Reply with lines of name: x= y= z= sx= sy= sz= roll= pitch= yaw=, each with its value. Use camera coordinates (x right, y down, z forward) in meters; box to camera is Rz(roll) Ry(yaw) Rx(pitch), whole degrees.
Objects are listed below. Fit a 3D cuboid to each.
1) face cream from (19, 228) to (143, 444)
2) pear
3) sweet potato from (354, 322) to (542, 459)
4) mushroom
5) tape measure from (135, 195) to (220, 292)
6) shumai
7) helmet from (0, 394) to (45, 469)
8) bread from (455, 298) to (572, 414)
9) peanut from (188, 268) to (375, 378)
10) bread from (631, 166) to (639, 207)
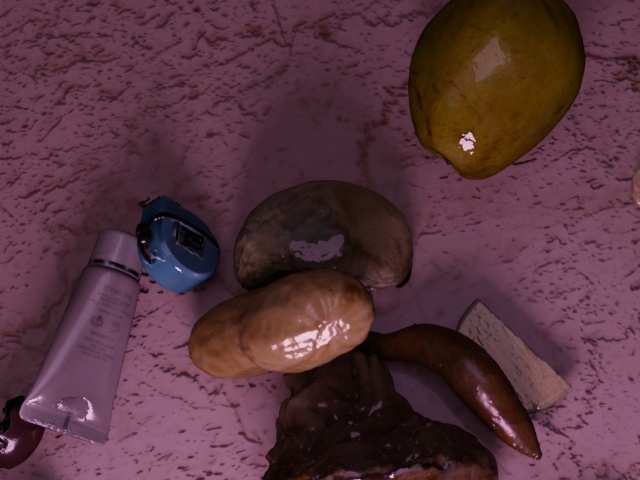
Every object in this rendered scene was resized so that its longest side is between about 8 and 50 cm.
face cream: x=-0.338 y=0.137 z=1.858 sx=0.143 sy=0.089 sz=0.315 roll=26 pitch=67 yaw=-29
pear: x=0.260 y=-0.245 z=1.865 sx=0.252 sy=0.253 sz=0.307 roll=28 pitch=87 yaw=14
sweet potato: x=0.183 y=0.185 z=1.778 sx=0.346 sy=0.079 sz=0.108 roll=30 pitch=102 yaw=23
mushroom: x=0.004 y=-0.007 z=1.842 sx=0.266 sy=0.164 sz=0.190 roll=9 pitch=73 yaw=9
tape measure: x=-0.219 y=0.013 z=1.872 sx=0.081 sy=0.146 sz=0.125 roll=-35 pitch=38 yaw=32
shumai: x=0.053 y=0.309 z=1.755 sx=0.346 sy=0.217 sz=0.283 roll=-15 pitch=37 yaw=-13
helmet: x=-0.451 y=0.292 z=1.822 sx=0.070 sy=0.098 sz=0.123 roll=33 pitch=80 yaw=-16
bread: x=0.262 y=0.190 z=1.817 sx=0.112 sy=0.036 sz=0.193 roll=-46 pitch=72 yaw=-2
peanut: x=-0.066 y=0.125 z=1.761 sx=0.318 sy=0.147 sz=0.148 roll=-17 pitch=66 yaw=35
bread: x=0.603 y=-0.053 z=1.867 sx=0.182 sy=0.039 sz=0.251 roll=-41 pitch=72 yaw=-10
